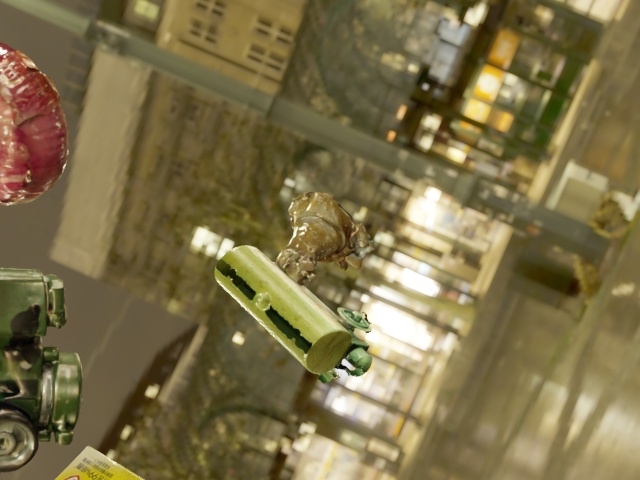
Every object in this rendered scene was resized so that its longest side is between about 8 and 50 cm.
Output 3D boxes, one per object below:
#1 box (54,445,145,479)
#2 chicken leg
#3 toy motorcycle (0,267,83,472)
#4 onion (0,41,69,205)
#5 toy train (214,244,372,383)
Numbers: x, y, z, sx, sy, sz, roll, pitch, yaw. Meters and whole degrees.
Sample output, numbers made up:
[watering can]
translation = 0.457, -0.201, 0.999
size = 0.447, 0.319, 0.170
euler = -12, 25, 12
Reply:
[box]
translation = -0.220, 0.364, 1.491
size = 0.168, 0.265, 0.097
euler = -44, -45, -25
[chicken leg]
translation = -0.004, -0.007, 1.802
size = 0.080, 0.125, 0.196
euler = -37, -11, 25
[toy motorcycle]
translation = -0.337, 0.097, 1.336
size = 0.127, 0.205, 0.275
euler = -139, 56, -64
[onion]
translation = -0.401, -0.160, 1.689
size = 0.163, 0.230, 0.230
euler = -23, -36, -44
[toy train]
translation = -0.050, 0.128, 2.169
size = 0.190, 0.307, 0.126
euler = 2, -58, -48
